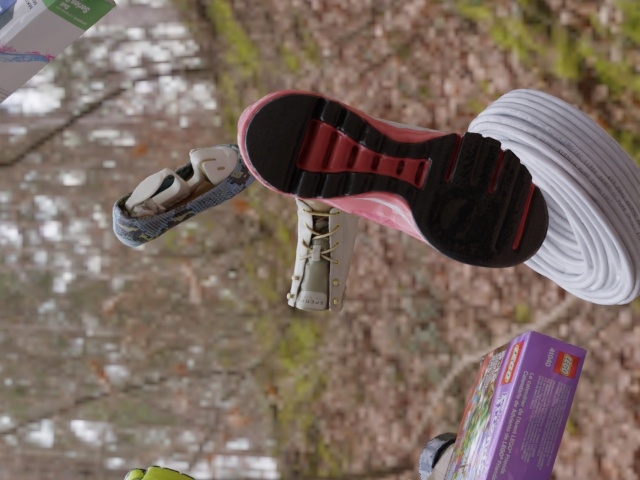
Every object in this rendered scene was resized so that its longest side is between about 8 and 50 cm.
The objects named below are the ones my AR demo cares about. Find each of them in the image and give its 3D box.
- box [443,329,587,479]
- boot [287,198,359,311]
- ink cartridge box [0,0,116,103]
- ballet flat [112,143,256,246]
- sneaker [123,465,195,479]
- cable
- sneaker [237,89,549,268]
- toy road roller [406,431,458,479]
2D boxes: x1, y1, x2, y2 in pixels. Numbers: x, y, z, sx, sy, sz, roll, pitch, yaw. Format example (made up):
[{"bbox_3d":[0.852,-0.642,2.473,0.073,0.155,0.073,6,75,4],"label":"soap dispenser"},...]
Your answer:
[{"bbox_3d":[0.146,0.235,1.384,0.201,0.057,0.293,122,167,-77],"label":"box"},{"bbox_3d":[0.000,0.000,1.809,0.213,0.077,0.165,34,-113,-77],"label":"boot"},{"bbox_3d":[-0.370,-0.274,1.814,0.154,0.212,0.093,57,-165,22],"label":"ink cartridge box"},{"bbox_3d":[-0.140,-0.061,1.664,0.188,0.070,0.070,-35,-42,-14],"label":"ballet flat"},{"bbox_3d":[-0.123,0.396,2.000,0.121,0.300,0.111,-76,4,-45],"label":"sneaker"},{"bbox_3d":[0.260,-0.043,1.660,0.089,0.257,0.257,-40,-27,-15],"label":"cable"},{"bbox_3d":[0.066,-0.069,1.444,0.116,0.314,0.136,-68,17,5],"label":"sneaker"},{"bbox_3d":[0.240,0.433,2.143,0.329,0.202,0.240,39,-102,-19],"label":"toy road roller"}]
